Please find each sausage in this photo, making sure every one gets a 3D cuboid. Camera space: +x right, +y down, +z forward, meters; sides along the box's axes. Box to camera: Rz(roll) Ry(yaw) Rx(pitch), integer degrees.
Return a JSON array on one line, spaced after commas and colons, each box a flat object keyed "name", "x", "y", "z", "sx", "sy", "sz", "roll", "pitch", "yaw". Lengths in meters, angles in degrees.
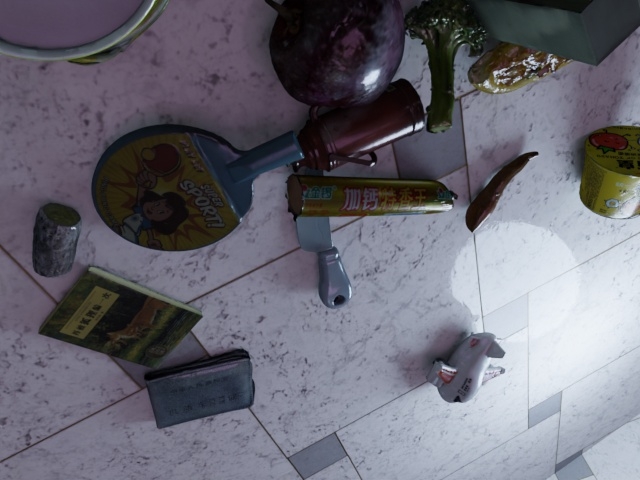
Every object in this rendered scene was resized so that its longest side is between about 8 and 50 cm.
[{"name": "sausage", "x": 0.115, "y": -0.078, "z": 0.843, "sx": 0.371, "sy": 0.082, "sz": 0.082, "roll": -3, "pitch": 123, "yaw": -28}]

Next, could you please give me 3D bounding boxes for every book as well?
[{"name": "book", "x": -0.353, "y": 0.148, "z": 0.827, "sx": 0.160, "sy": 0.024, "sz": 0.228, "roll": -47, "pitch": 129, "yaw": 13}]

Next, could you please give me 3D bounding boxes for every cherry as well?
[{"name": "cherry", "x": 0.028, "y": -0.276, "z": 0.620, "sx": 0.194, "sy": 0.195, "sz": 0.195, "roll": -12, "pitch": 126, "yaw": -17}]

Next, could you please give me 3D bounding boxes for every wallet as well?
[{"name": "wallet", "x": -0.251, "y": 0.321, "z": 0.982, "sx": 0.221, "sy": 0.036, "sz": 0.168, "roll": -9, "pitch": 125, "yaw": -18}]

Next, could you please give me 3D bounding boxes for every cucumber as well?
[{"name": "cucumber", "x": -0.399, "y": 0.004, "z": 0.685, "sx": 0.064, "sy": 0.064, "sz": 0.112, "roll": 11, "pitch": 120, "yaw": -30}]

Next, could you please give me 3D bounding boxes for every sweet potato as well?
[{"name": "sweet potato", "x": 0.378, "y": -0.112, "z": 0.973, "sx": 0.050, "sy": 0.050, "sz": 0.214, "roll": 30, "pitch": 100, "yaw": -36}]

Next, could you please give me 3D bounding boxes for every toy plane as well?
[{"name": "toy plane", "x": 0.408, "y": 0.352, "z": 1.254, "sx": 0.251, "sy": 0.118, "sz": 0.253, "roll": -11, "pitch": 127, "yaw": -15}]

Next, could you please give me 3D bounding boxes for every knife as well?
[{"name": "knife", "x": -0.002, "y": 0.001, "z": 0.883, "sx": 0.080, "sy": 0.044, "sz": 0.332, "roll": -20, "pitch": 122, "yaw": -8}]

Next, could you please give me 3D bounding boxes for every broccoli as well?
[{"name": "broccoli", "x": 0.185, "y": -0.266, "z": 0.691, "sx": 0.122, "sy": 0.118, "sz": 0.204, "roll": 5, "pitch": 86, "yaw": -61}]

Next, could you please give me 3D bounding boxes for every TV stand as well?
[{"name": "TV stand", "x": 0.300, "y": -0.331, "z": 0.642, "sx": 0.082, "sy": 0.270, "sz": 0.088, "roll": -42, "pitch": 129, "yaw": 7}]

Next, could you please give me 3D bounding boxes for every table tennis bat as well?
[{"name": "table tennis bat", "x": -0.185, "y": -0.088, "z": 0.695, "sx": 0.328, "sy": 0.044, "sz": 0.215, "roll": -19, "pitch": 127, "yaw": 6}]

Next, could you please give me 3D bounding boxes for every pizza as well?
[{"name": "pizza", "x": 0.377, "y": -0.324, "z": 0.764, "sx": 0.291, "sy": 0.058, "sz": 0.197, "roll": -21, "pitch": 162, "yaw": -23}]

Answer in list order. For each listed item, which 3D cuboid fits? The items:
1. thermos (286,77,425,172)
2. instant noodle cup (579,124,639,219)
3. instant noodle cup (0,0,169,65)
[{"name": "thermos", "x": 0.044, "y": -0.179, "z": 0.739, "sx": 0.231, "sy": 0.099, "sz": 0.124, "roll": -24, "pitch": 132, "yaw": -9}, {"name": "instant noodle cup", "x": 0.666, "y": -0.144, "z": 1.009, "sx": 0.182, "sy": 0.182, "sz": 0.144, "roll": -22, "pitch": 138, "yaw": -9}, {"name": "instant noodle cup", "x": -0.270, "y": -0.309, "z": 0.430, "sx": 0.310, "sy": 0.222, "sz": 0.312, "roll": -11, "pitch": 126, "yaw": -16}]
